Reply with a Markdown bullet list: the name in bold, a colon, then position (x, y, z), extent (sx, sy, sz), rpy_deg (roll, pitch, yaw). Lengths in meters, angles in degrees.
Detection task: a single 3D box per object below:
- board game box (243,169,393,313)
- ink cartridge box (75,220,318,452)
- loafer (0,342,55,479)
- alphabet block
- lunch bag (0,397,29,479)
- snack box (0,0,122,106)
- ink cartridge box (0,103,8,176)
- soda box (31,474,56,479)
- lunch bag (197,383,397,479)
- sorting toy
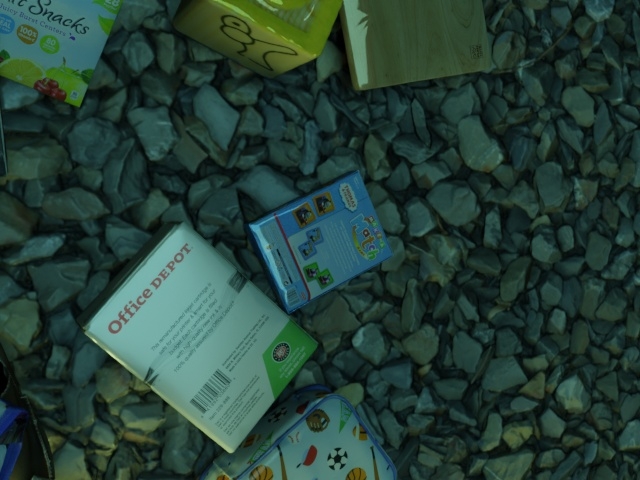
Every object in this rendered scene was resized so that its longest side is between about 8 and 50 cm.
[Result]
- **board game box**: position (0.000, 0.000, 1.337), extent (0.211, 0.039, 0.160), rpy_deg (-27, 102, -19)
- **ink cartridge box**: position (-0.183, 0.138, 1.218), extent (0.289, 0.121, 0.211), rpy_deg (45, 75, -18)
- **loafer**: position (-0.465, 0.230, 1.097), extent (0.134, 0.130, 0.366), rpy_deg (-25, 101, -20)
- **alphabet block**: position (-0.082, -0.374, 1.203), extent (0.192, 0.197, 0.193), rpy_deg (23, 83, -23)
- **lunch bag**: position (-0.574, 0.304, 0.953), extent (0.328, 0.239, 0.385), rpy_deg (26, 78, 4)
- **snack box**: position (-0.396, -0.306, 1.113), extent (0.207, 0.070, 0.174), rpy_deg (22, 105, -23)
- **ink cartridge box**: position (-0.562, -0.211, 1.010), extent (0.303, 0.072, 0.307), rpy_deg (-8, 124, -21)
- **soda box**: position (-0.320, 0.396, 1.148), extent (0.216, 0.074, 0.069), rpy_deg (37, 76, -49)
- **lunch bag**: position (-0.037, 0.400, 1.298), extent (0.303, 0.115, 0.243), rpy_deg (-38, 108, -18)
- **sorting toy**: position (0.135, -0.390, 1.353), extent (0.255, 0.089, 0.257), rpy_deg (-13, 97, -22)
